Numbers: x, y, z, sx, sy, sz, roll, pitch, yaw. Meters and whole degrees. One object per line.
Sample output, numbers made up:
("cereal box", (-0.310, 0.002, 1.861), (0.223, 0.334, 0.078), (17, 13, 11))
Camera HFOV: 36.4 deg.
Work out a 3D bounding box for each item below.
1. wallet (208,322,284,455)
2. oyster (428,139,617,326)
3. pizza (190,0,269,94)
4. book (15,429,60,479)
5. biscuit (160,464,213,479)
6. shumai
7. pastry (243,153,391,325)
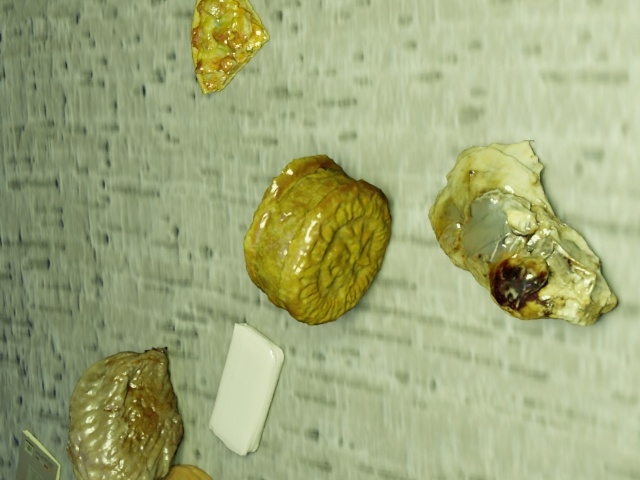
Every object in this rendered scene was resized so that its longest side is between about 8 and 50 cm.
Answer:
("wallet", (-0.107, 0.214, 1.373), (0.095, 0.033, 0.190), (32, 116, 37))
("oyster", (0.198, 0.003, 1.013), (0.233, 0.107, 0.161), (47, 133, 31))
("pizza", (-0.131, -0.285, 1.307), (0.134, 0.046, 0.175), (5, 100, 43))
("book", (-0.534, 0.462, 1.824), (0.127, 0.014, 0.181), (29, 115, 37))
("biscuit", (-0.185, 0.529, 1.486), (0.269, 0.051, 0.376), (-25, 80, 44))
("shumai", (-0.322, 0.287, 1.479), (0.185, 0.184, 0.218), (-21, 75, 40))
("pastry", (0.000, 0.000, 1.140), (0.103, 0.189, 0.188), (28, 115, 34))
